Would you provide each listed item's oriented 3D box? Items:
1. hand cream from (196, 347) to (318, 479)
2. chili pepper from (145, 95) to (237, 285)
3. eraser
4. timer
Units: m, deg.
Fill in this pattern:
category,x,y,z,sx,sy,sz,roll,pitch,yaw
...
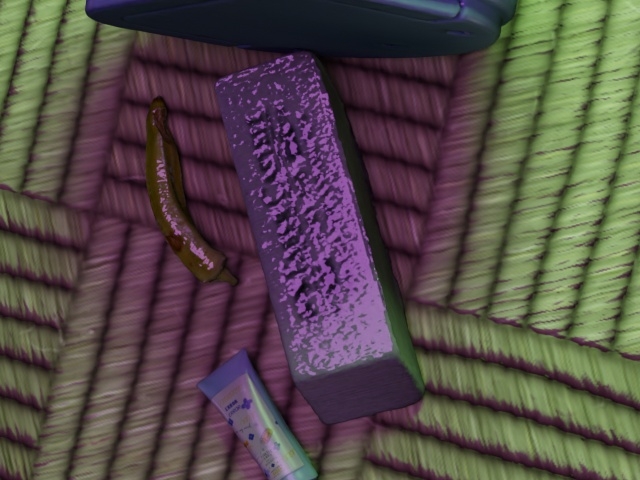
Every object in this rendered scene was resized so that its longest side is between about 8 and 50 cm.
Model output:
category,x,y,z,sx,sy,sz,roll,pitch,yaw
hand cream,-0.053,0.192,1.485,0.065,0.043,0.170,-37,78,11
chili pepper,-0.146,-0.042,1.515,0.049,0.043,0.208,-27,82,25
eraser,0.000,0.000,1.457,0.111,0.077,0.352,-16,86,13
timer,0.006,-0.265,1.328,0.395,0.395,0.173,3,88,15
